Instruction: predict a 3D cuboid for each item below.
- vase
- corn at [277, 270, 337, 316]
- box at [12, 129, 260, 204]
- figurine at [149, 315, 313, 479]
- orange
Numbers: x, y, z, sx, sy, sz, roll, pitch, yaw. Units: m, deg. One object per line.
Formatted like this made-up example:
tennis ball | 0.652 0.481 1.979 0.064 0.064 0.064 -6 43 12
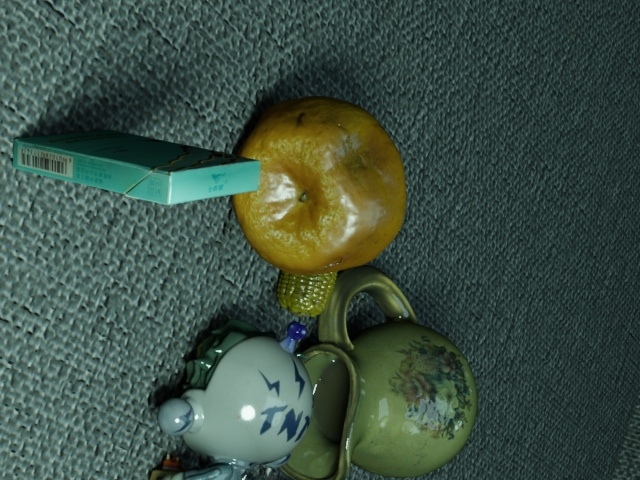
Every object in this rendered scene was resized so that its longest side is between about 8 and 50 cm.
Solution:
vase | 0.075 0.200 2.203 0.302 0.240 0.329 3 78 -44
corn | 0.000 0.000 2.115 0.080 0.080 0.231 31 74 -57
box | -0.205 -0.084 1.619 0.162 0.229 0.042 -14 113 -56
figurine | -0.121 0.287 1.938 0.261 0.186 0.382 42 60 -65
orange | 0.008 -0.073 1.975 0.183 0.248 0.249 -29 126 -70
